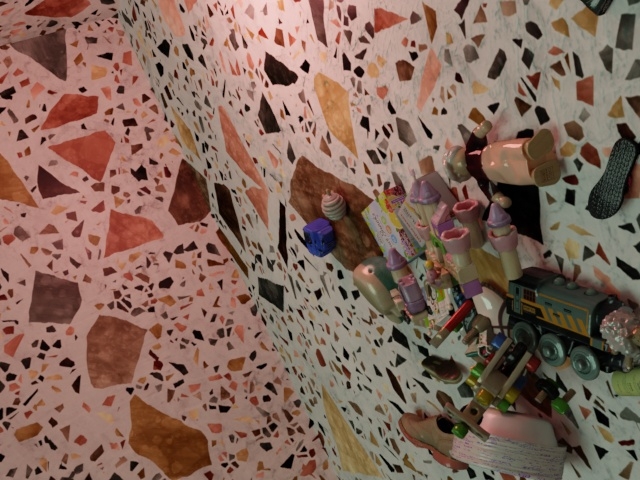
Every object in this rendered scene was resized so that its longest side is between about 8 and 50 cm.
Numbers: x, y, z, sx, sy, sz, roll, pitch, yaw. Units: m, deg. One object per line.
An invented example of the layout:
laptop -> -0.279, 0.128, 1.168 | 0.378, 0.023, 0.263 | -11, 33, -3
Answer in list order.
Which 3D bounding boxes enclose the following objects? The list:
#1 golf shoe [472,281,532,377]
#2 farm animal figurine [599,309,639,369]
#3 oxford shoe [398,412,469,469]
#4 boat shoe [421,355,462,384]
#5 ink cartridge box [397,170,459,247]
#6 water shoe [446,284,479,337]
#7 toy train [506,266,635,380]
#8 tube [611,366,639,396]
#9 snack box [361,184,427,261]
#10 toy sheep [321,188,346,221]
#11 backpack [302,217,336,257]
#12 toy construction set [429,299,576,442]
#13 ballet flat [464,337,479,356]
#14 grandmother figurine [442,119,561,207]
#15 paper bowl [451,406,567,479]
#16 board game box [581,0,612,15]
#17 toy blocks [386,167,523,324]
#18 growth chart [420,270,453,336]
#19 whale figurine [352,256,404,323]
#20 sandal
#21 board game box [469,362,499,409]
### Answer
golf shoe -> 0.453, 0.239, 1.960 | 0.272, 0.120, 0.105 | 63, 157, 9
farm animal figurine -> 0.699, 0.192, 1.317 | 0.326, 0.331, 0.172 | -99, -1, -58
oxford shoe -> 0.379, 0.622, 2.494 | 0.348, 0.123, 0.130 | 21, 104, 59
boat shoe -> 0.383, 0.408, 2.327 | 0.072, 0.068, 0.190 | 60, 168, -17
ink cartridge box -> 0.292, -0.081, 2.049 | 0.127, 0.072, 0.175 | 56, 153, 20
water shoe -> 0.404, 0.165, 2.075 | 0.080, 0.073, 0.203 | -10, 102, 36
toy train -> 0.552, 0.179, 1.698 | 0.334, 0.142, 0.190 | 22, 121, 56
tube -> 0.710, 0.288, 1.563 | 0.070, 0.062, 0.240 | 30, 158, -20
snack box -> 0.223, -0.034, 2.233 | 0.207, 0.070, 0.174 | 63, 155, 9
toy sheep -> 0.042, -0.117, 2.504 | 0.091, 0.091, 0.132 | 29, 155, 53
backpack -> 0.000, 0.000, 2.676 | 0.101, 0.098, 0.120 | 29, 136, 48
toy construction set -> 0.365, 0.327, 1.771 | 0.309, 0.237, 0.257 | 46, 168, -5
ballet flat -> 0.454, 0.288, 2.095 | 0.168, 0.057, 0.052 | 148, 125, -62
grandmother figurine -> 0.397, -0.174, 1.737 | 0.342, 0.104, 0.207 | 14, 115, 63
paper bowl -> 0.490, 0.519, 1.971 | 0.284, 0.284, 0.148 | -3, 74, 64
board game box -> 0.493, -0.504, 1.327 | 0.126, 0.026, 0.186 | 55, 153, 22
toy blocks -> 0.271, -0.017, 1.789 | 0.288, 0.309, 0.260 | -124, 12, -67
growth chart -> 0.330, 0.161, 2.200 | 0.237, 0.021, 0.171 | 110, 150, -63
whale figurine -> 0.211, 0.154, 2.390 | 0.216, 0.141, 0.272 | 43, 172, 41
sandal -> 0.581, -0.118, 1.490 | 0.067, 0.040, 0.179 | 39, 130, 36
board game box -> 0.462, 0.392, 2.037 | 0.124, 0.039, 0.259 | 57, -173, 20
